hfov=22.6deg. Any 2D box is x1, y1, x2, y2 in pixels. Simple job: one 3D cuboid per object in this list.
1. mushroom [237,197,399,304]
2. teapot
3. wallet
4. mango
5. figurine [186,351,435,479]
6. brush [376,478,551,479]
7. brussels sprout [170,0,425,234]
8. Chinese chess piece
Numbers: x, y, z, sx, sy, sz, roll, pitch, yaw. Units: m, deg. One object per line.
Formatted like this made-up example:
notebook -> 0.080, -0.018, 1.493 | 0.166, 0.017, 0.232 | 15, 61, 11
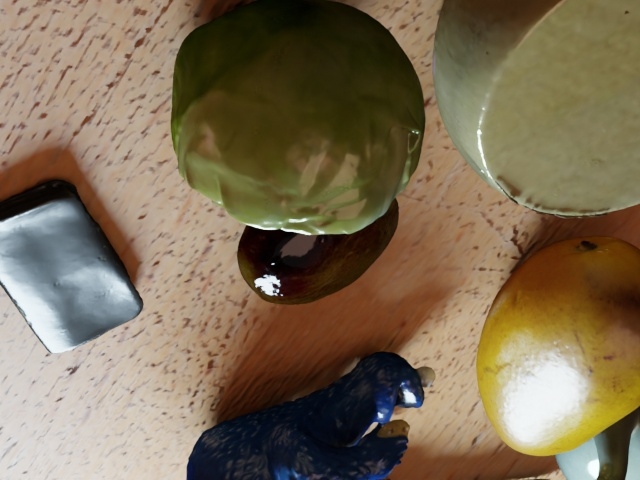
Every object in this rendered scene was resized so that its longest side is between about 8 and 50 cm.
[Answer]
mushroom -> 0.000, 0.000, 1.137 | 0.123, 0.052, 0.123 | -18, 144, -14
teapot -> 0.303, 0.177, 1.408 | 0.193, 0.129, 0.294 | -18, 157, 30
wallet -> -0.178, 0.021, 1.087 | 0.082, 0.018, 0.157 | -25, 142, 0
mango -> 0.196, 0.090, 1.274 | 0.112, 0.145, 0.219 | -38, 161, -50
figurine -> -0.025, 0.174, 1.277 | 0.262, 0.121, 0.164 | -38, 172, -21
brush -> 0.092, 0.244, 1.460 | 0.321, 0.060, 0.050 | -3, 125, -26
brussels sprout -> -0.012, -0.083, 0.966 | 0.151, 0.149, 0.122 | -22, 127, -31
Chinese chess piece -> 0.195, -0.130, 1.059 | 0.250, 0.097, 0.251 | -15, 139, -13
